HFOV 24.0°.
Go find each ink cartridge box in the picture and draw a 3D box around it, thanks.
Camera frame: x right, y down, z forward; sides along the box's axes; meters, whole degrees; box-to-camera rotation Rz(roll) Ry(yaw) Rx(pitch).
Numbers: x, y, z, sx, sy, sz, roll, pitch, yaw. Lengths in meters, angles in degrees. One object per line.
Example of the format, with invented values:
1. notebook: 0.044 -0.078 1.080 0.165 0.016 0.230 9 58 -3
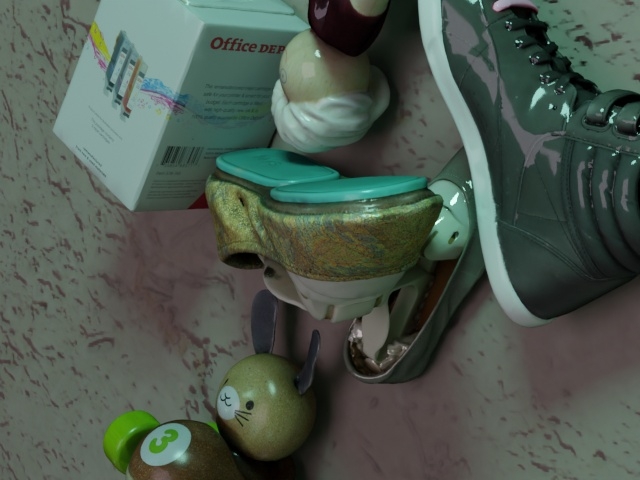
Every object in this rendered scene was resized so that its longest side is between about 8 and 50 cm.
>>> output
1. ink cartridge box: -0.113 -0.131 1.234 0.127 0.128 0.176 44 120 33

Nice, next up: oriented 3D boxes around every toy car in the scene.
1. toy car: -0.062 0.140 1.206 0.155 0.149 0.188 37 106 48

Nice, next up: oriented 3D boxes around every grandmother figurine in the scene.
1. grandmother figurine: 0.025 -0.219 1.079 0.104 0.208 0.342 14 122 2

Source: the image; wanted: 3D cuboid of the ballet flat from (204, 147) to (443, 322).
1. ballet flat: 0.000 0.000 1.087 0.348 0.123 0.123 -161 72 -69

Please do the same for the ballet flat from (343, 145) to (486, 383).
1. ballet flat: 0.078 0.019 1.102 0.072 0.068 0.213 41 119 34

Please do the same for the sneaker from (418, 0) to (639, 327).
1. sneaker: 0.163 -0.100 0.996 0.146 0.104 0.296 -18 84 39
